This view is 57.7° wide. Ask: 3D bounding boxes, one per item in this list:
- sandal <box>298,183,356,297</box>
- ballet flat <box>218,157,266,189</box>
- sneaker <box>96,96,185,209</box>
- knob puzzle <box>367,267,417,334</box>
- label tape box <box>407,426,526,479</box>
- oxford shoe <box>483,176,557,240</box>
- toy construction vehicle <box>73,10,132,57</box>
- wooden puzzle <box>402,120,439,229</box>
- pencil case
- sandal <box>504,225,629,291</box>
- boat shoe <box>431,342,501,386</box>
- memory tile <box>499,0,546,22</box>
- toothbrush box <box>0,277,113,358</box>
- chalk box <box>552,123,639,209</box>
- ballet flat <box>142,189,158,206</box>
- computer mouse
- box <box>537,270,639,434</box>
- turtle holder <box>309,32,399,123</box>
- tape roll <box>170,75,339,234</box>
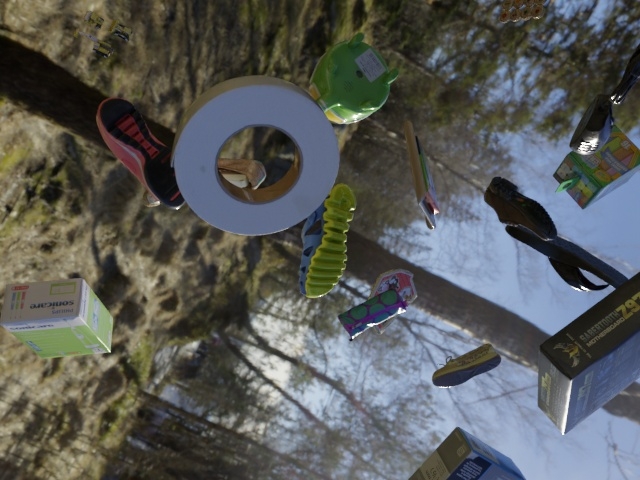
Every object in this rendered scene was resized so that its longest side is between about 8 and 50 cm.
[{"bbox_3d":[0.000,0.000,1.593,0.138,0.126,0.318,7,-102,45],"label":"sandal"},{"bbox_3d":[-0.313,-0.181,1.626,0.108,0.315,0.106,78,17,-44],"label":"ballet flat"},{"bbox_3d":[-0.448,-0.217,1.469,0.116,0.314,0.136,-44,-155,-25],"label":"sneaker"},{"bbox_3d":[0.203,0.162,1.649,0.213,0.030,0.213,-22,127,-32],"label":"knob puzzle"},{"bbox_3d":[0.380,0.733,1.663,0.348,0.249,0.115,-52,-156,8],"label":"label tape box"},{"bbox_3d":[0.544,-0.071,1.589,0.082,0.227,0.096,-26,152,-38],"label":"oxford shoe"},{"bbox_3d":[-0.459,-0.441,1.232,0.035,0.098,0.086,-12,-126,62],"label":"toy construction vehicle"},{"bbox_3d":[0.264,-0.164,1.496,0.239,0.044,0.221,47,33,-66],"label":"wooden puzzle"},{"bbox_3d":[0.118,0.165,1.317,0.151,0.065,0.070,-27,-167,-6],"label":"pencil case"},{"bbox_3d":[0.805,0.071,1.905,0.167,0.445,0.107,-31,148,-61],"label":"sandal"},{"bbox_3d":[0.561,0.491,2.277,0.089,0.285,0.105,-114,-171,-47],"label":"boat shoe"},{"bbox_3d":[0.590,-0.693,1.685,0.148,0.012,0.113,16,-86,52],"label":"memory tile"},{"bbox_3d":[-0.737,0.227,1.653,0.283,0.206,0.122,90,-6,-61],"label":"toothbrush box"},{"bbox_3d":[0.731,-0.184,1.562,0.213,0.132,0.132,-32,161,-10],"label":"chalk box"},{"bbox_3d":[-0.547,-0.170,2.005,0.206,0.073,0.067,-30,-162,21],"label":"ballet flat"},{"bbox_3d":[0.381,-0.174,0.751,0.071,0.041,0.242,-63,169,-9],"label":"computer mouse"},{"bbox_3d":[0.374,0.150,0.763,0.183,0.059,0.233,-36,142,-5],"label":"box"},{"bbox_3d":[0.075,-0.462,1.831,0.227,0.243,0.321,-23,-131,59],"label":"turtle holder"},{"bbox_3d":[-0.150,-0.190,1.366,0.072,0.391,0.392,-112,-140,-53],"label":"tape roll"}]
